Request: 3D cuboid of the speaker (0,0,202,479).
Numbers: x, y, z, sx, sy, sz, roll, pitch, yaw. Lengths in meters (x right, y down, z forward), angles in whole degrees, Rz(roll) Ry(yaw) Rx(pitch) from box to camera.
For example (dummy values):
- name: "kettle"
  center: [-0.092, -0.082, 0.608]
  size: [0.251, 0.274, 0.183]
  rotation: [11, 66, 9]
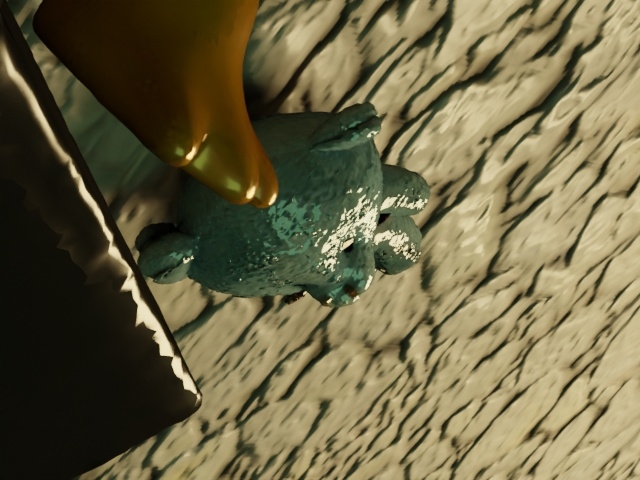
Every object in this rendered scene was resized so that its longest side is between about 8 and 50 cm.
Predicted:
- name: "speaker"
  center: [-0.197, -0.028, 0.411]
  size: [0.254, 0.232, 0.184]
  rotation: [-27, 149, -4]

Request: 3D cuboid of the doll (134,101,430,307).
- name: "doll"
  center: [0.002, 0.003, 0.800]
  size: [0.120, 0.075, 0.180]
  rotation: [-36, 150, 9]

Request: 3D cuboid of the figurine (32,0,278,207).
- name: "figurine"
  center: [0.046, -0.177, 0.422]
  size: [0.187, 0.215, 0.344]
  rotation: [28, 102, -42]
